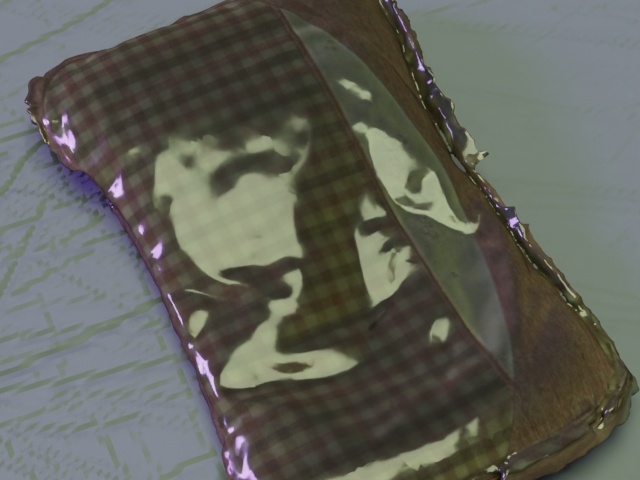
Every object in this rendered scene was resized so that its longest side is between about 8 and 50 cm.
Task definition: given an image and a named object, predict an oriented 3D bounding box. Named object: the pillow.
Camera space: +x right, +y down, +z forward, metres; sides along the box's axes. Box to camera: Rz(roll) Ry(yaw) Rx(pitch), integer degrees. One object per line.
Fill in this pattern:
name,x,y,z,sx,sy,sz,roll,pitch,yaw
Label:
pillow,0.003,-0.001,0.597,0.135,0.034,0.211,-23,63,-18
